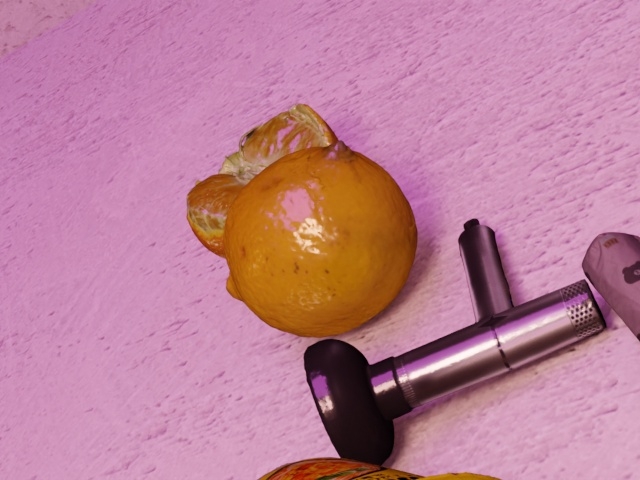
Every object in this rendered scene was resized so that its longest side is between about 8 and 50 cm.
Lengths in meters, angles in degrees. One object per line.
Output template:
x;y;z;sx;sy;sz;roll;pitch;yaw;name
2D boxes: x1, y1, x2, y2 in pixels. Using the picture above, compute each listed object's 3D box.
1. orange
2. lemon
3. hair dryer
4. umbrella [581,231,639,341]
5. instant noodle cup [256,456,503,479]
-0.061;-0.060;1.979;0.179;0.158;0.237;20;63;49;orange
-0.006;0.004;1.778;0.253;0.228;0.228;-37;29;39;lemon
0.146;0.109;1.649;0.320;0.156;0.284;-26;13;3;hair dryer
0.355;0.090;1.423;0.073;0.067;0.337;-1;28;-16;umbrella
0.044;0.338;1.272;0.326;0.325;0.254;-52;23;-14;instant noodle cup
